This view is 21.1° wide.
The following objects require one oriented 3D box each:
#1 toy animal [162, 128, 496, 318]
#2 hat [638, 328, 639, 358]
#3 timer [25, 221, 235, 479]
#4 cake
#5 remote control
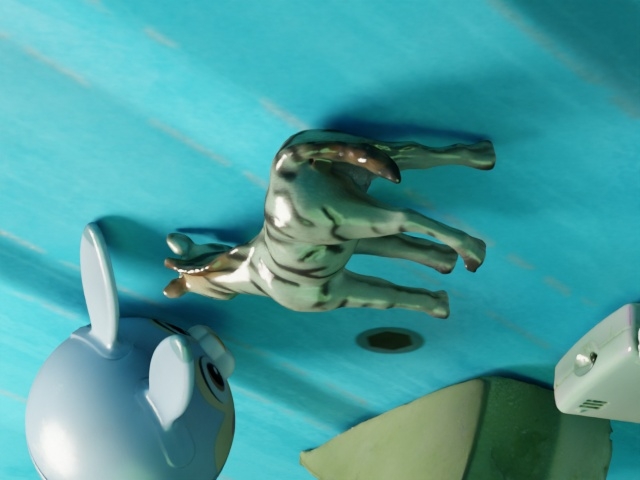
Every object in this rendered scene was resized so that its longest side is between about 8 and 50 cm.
[{"bbox_3d":[0.014,0.006,1.117,0.170,0.090,0.255,17,147,-21],"label":"toy animal"},{"bbox_3d":[0.287,0.013,1.063,0.203,0.126,0.203,1,154,1],"label":"hat"},{"bbox_3d":[-0.124,0.101,1.274,0.175,0.175,0.255,13,128,-21],"label":"timer"},{"bbox_3d":[0.116,0.183,1.507,0.158,0.172,0.283,24,180,-29],"label":"cake"},{"bbox_3d":[0.366,0.114,1.348,0.344,0.050,0.145,9,153,-15],"label":"remote control"}]
